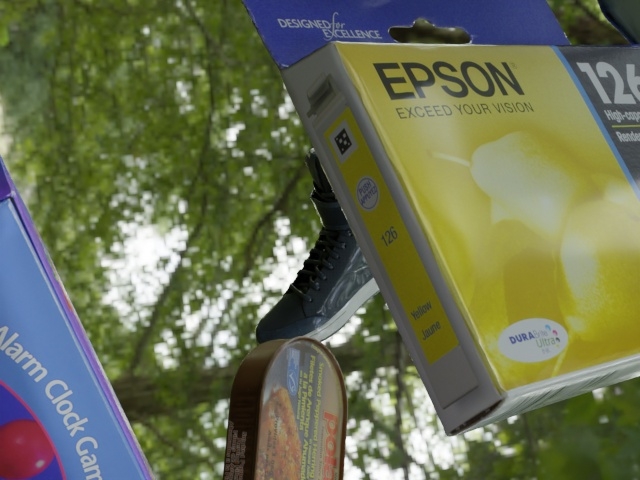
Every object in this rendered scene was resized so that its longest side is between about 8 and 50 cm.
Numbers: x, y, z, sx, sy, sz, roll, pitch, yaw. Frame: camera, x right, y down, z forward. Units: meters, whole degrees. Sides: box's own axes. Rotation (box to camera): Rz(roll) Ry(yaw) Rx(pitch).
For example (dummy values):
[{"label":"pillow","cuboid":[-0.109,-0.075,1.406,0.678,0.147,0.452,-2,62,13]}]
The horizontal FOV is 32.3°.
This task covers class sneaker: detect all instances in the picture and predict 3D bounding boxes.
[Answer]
[{"label":"sneaker","cuboid":[0.000,-0.001,1.113,0.086,0.226,0.163,30,-26,57]}]

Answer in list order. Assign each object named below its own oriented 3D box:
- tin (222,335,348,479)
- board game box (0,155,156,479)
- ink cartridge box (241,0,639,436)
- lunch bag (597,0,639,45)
[{"label":"tin","cuboid":[-0.025,0.164,0.794,0.040,0.106,0.189,-8,-110,39]},{"label":"board game box","cuboid":[-0.176,0.163,0.484,0.078,0.233,0.347,44,-25,61]},{"label":"ink cartridge box","cuboid":[0.133,-0.055,0.702,0.072,0.304,0.307,-41,-114,46]},{"label":"lunch bag","cuboid":[0.379,-0.318,0.902,0.385,0.239,0.327,-53,-133,31]}]
